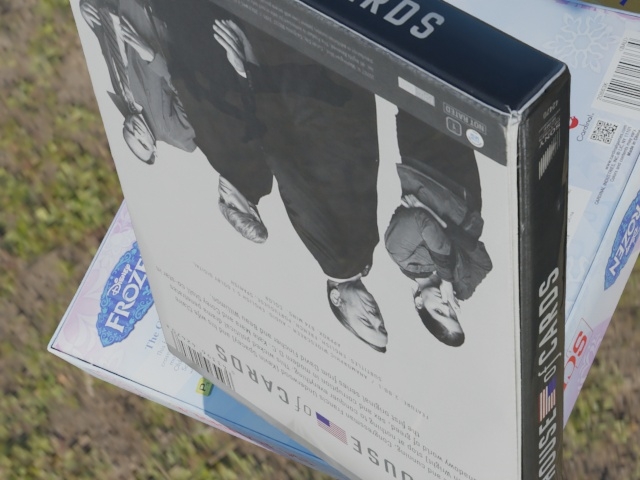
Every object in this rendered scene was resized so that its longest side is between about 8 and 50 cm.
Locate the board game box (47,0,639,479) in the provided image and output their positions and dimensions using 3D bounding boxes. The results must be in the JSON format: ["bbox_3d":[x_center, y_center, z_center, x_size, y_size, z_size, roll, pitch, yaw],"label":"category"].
[{"bbox_3d":[0.033,-0.016,1.011,0.318,0.066,0.318,20,77,30],"label":"board game box"}]

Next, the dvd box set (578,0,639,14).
[{"bbox_3d":[0.267,-0.148,1.266,0.062,0.308,0.420,-49,54,5],"label":"dvd box set"}]

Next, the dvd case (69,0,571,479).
[{"bbox_3d":[0.000,0.000,0.524,0.179,0.238,0.029,32,61,29],"label":"dvd case"}]
